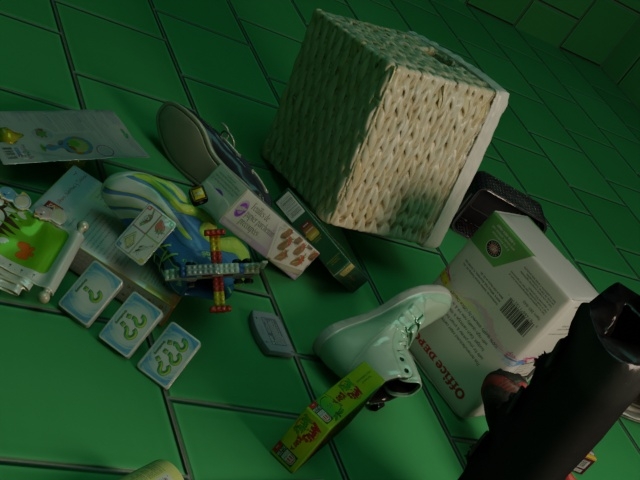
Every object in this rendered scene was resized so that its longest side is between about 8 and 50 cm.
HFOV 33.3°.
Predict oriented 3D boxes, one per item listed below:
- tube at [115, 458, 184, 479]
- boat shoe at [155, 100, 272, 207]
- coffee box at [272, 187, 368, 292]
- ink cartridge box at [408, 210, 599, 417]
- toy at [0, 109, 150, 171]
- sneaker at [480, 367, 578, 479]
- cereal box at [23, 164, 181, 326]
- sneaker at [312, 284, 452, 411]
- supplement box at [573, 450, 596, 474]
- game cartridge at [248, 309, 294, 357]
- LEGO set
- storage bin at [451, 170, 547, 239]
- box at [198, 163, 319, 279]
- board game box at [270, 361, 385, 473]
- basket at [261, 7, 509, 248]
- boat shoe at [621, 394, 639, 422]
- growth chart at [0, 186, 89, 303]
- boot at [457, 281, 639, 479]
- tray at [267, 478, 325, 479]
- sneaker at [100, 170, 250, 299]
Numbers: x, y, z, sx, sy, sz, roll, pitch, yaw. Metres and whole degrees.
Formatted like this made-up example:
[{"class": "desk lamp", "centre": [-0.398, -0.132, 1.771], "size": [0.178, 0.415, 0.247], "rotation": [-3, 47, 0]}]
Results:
[{"class": "tube", "centre": [-0.241, 0.299, 1.110], "size": [0.070, 0.062, 0.240], "rotation": [0, 13, 35]}, {"class": "boat shoe", "centre": [-0.178, -0.139, 1.818], "size": [0.254, 0.095, 0.079], "rotation": [45, 30, 14]}, {"class": "coffee box", "centre": [0.000, 0.000, 1.816], "size": [0.184, 0.040, 0.113], "rotation": [50, 3, 24]}, {"class": "ink cartridge box", "centre": [0.283, 0.122, 1.736], "size": [0.117, 0.278, 0.201], "rotation": [5, 40, -49]}, {"class": "toy", "centre": [-0.395, -0.143, 1.615], "size": [0.237, 0.056, 0.137], "rotation": [-3, 40, -42]}, {"class": "sneaker", "centre": [0.297, 0.323, 1.583], "size": [0.135, 0.097, 0.276], "rotation": [-9, 69, -38]}, {"class": "cereal box", "centre": [-0.290, 0.004, 1.518], "size": [0.240, 0.047, 0.173], "rotation": [33, 28, -5]}, {"class": "sneaker", "centre": [0.130, 0.167, 1.637], "size": [0.255, 0.094, 0.151], "rotation": [-22, 55, -30]}, {"class": "supplement box", "centre": [0.418, 0.342, 1.796], "size": [0.055, 0.043, 0.083], "rotation": [23, 31, -23]}, {"class": "game cartridge", "centre": [-0.075, 0.139, 1.586], "size": [0.056, 0.017, 0.083], "rotation": [17, 32, -38]}, {"class": "LEGO set", "centre": [-0.194, 0.043, 1.398], "size": [0.182, 0.060, 0.244], "rotation": [38, 72, 3]}, {"class": "storage bin", "centre": [0.377, -0.050, 2.278], "size": [0.180, 0.122, 0.084], "rotation": [28, 28, -15]}, {"class": "box", "centre": [-0.089, -0.021, 1.617], "size": [0.067, 0.063, 0.324], "rotation": [43, 0, 24]}, {"class": "board game box", "centre": [0.013, 0.236, 1.449], "size": [0.043, 0.092, 0.181], "rotation": [43, 28, 11]}, {"class": "basket", "centre": [0.102, -0.205, 1.952], "size": [0.266, 0.331, 0.328], "rotation": [8, 25, -34]}, {"class": "boat shoe", "centre": [0.544, 0.253, 1.994], "size": [0.335, 0.121, 0.119], "rotation": [23, 26, -27]}, {"class": "growth chart", "centre": [-0.424, -0.012, 1.368], "size": [0.237, 0.021, 0.172], "rotation": [22, 46, -17]}, {"class": "boot", "centre": [0.235, 0.285, 1.240], "size": [0.146, 0.445, 0.367], "rotation": [36, 27, 0]}, {"class": "tray", "centre": [-0.060, 0.338, 1.275], "size": [0.270, 0.030, 0.145], "rotation": [9, 36, -41]}, {"class": "sneaker", "centre": [-0.202, -0.001, 1.472], "size": [0.240, 0.091, 0.126], "rotation": [31, 29, -14]}]
